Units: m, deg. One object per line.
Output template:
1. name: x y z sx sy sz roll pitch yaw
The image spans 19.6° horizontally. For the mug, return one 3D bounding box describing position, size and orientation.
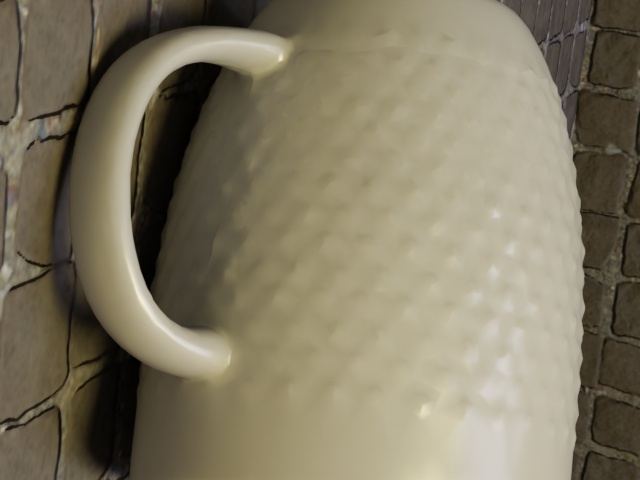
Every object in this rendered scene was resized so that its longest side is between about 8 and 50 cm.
1. mug: 0.000 0.000 1.155 0.374 0.276 0.328 17 75 -42
